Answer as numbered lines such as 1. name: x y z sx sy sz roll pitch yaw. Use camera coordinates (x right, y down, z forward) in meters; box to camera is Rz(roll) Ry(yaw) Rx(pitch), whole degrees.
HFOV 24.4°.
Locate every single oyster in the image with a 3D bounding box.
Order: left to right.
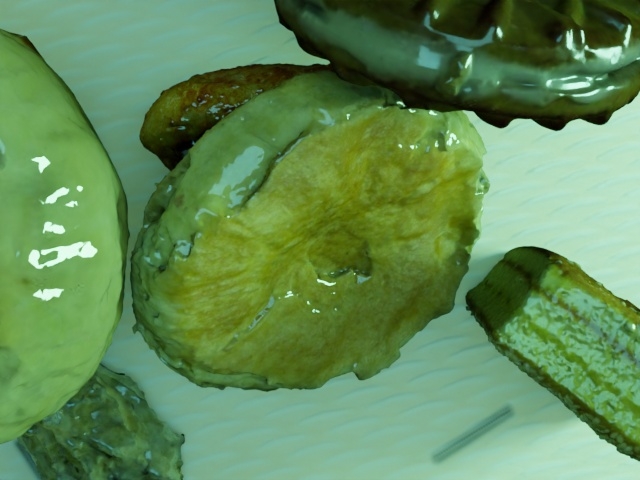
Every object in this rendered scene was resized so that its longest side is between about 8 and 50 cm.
1. oyster: -0.213 0.171 1.342 0.133 0.072 0.209 -32 97 2

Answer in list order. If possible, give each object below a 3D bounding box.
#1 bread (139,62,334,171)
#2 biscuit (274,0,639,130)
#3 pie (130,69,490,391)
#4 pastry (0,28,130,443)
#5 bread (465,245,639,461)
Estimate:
1. bread: -0.026 -0.112 1.307 0.269 0.139 0.095 -16 67 -5
2. biscuit: 0.120 -0.195 1.223 0.332 0.332 0.103 10 119 -5
3. pie: 0.000 0.000 1.261 0.339 0.083 0.339 -15 130 -19
4. pastry: -0.339 -0.010 1.200 0.388 0.312 0.388 1 98 10
5. bread: 0.232 0.088 1.287 0.184 0.234 0.110 40 94 -4
